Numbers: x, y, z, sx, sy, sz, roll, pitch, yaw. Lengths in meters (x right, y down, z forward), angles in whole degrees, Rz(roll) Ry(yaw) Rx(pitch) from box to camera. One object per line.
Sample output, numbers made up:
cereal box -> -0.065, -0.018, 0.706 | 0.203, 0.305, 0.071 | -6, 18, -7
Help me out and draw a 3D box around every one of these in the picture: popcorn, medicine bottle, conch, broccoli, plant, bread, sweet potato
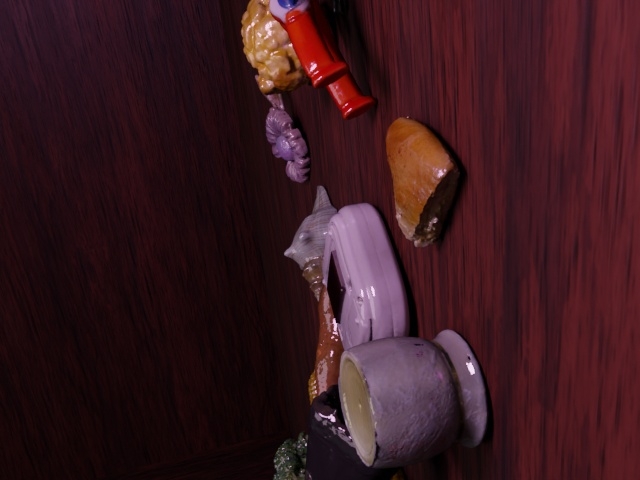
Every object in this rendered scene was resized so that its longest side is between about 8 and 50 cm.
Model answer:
popcorn -> -0.056, -0.317, 1.113 | 0.170, 0.180, 0.180 | 40, -176, -21
medicine bottle -> 0.107, 0.183, 0.812 | 0.147, 0.143, 0.147 | 171, 90, -76
conch -> -0.008, 0.006, 1.357 | 0.137, 0.114, 0.233 | 176, 88, -67
broccoli -> 0.029, 0.531, 1.513 | 0.270, 0.270, 0.269 | -45, 50, 38
plant -> 0.065, 0.271, 0.989 | 0.142, 0.164, 0.256 | 39, 112, 27
bread -> 0.113, -0.067, 0.755 | 0.136, 0.054, 0.154 | 174, 82, -77
sweet potato -> 0.039, 0.194, 1.283 | 0.106, 0.095, 0.354 | 25, -112, -85

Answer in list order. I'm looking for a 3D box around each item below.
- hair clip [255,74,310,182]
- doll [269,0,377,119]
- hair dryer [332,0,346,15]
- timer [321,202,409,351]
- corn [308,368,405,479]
hair clip -> -0.092, -0.279, 1.591 | 0.173, 0.069, 0.300 | 108, 149, -70
doll -> -0.045, -0.348, 0.946 | 0.383, 0.099, 0.188 | 61, -167, 15
hair dryer -> -0.022, -0.489, 0.949 | 0.303, 0.120, 0.359 | -102, -3, -62
timer -> 0.065, 0.084, 1.091 | 0.262, 0.087, 0.237 | 95, 161, -58
corn -> 0.068, 0.380, 1.318 | 0.344, 0.131, 0.131 | -115, 16, -47
